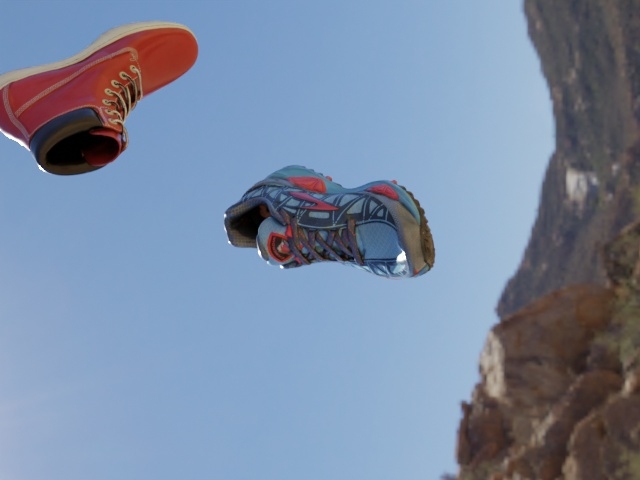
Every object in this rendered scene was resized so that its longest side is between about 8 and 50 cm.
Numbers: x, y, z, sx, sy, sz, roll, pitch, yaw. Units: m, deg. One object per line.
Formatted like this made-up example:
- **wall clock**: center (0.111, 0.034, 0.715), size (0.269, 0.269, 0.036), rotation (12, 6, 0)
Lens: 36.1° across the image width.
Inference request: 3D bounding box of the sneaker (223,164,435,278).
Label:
- **sneaker**: center (0.000, 0.000, 0.988), size (0.125, 0.262, 0.104), rotation (-27, -64, -33)

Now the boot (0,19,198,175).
- **boot**: center (-0.205, -0.146, 1.030), size (0.244, 0.176, 0.088), rotation (-28, -48, -26)
